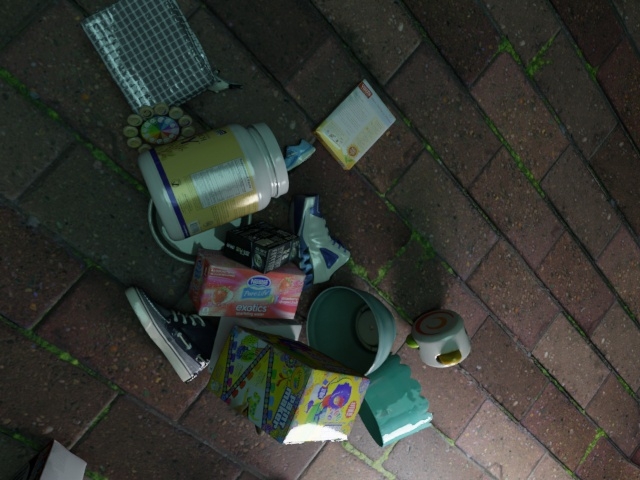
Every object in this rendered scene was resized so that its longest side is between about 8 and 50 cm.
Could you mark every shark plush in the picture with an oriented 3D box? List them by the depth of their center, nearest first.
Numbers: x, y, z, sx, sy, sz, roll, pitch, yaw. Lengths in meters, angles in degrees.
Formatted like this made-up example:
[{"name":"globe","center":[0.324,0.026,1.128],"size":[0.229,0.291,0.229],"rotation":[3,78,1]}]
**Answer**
[{"name":"shark plush","center":[-0.299,-0.468,1.252],"size":[0.161,0.073,0.067],"rotation":[3,66,-15]}]

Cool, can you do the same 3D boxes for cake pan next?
[{"name":"cake pan","center":[-0.351,-0.077,1.290],"size":[0.292,0.054,0.294],"rotation":[-3,100,-20]}]

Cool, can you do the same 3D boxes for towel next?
[{"name":"towel","center":[-0.433,-0.480,1.119],"size":[0.234,0.121,0.284],"rotation":[-27,108,8]}]

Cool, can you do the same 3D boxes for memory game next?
[{"name":"memory game","center":[-0.432,-0.291,1.180],"size":[0.186,0.186,0.012],"rotation":[-14,60,-18]}]

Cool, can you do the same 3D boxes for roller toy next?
[{"name":"roller toy","center":[0.437,0.356,1.580],"size":[0.191,0.209,0.147],"rotation":[-35,111,-34]}]

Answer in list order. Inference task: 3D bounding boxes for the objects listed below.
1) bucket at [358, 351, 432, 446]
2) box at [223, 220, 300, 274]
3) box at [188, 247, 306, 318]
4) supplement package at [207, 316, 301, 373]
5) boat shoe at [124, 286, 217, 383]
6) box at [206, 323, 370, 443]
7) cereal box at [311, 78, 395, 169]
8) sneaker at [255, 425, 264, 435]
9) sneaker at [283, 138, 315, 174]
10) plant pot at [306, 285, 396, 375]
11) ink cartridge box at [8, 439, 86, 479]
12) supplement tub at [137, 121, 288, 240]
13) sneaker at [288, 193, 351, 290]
[{"name":"bucket","center":[0.226,0.544,1.495],"size":[0.182,0.281,0.282],"rotation":[-22,105,-15]},{"name":"box","center":[-0.167,0.016,1.274],"size":[0.147,0.180,0.078],"rotation":[22,111,20]},{"name":"box","center":[-0.214,0.128,1.291],"size":[0.299,0.142,0.154],"rotation":[9,104,-32]},{"name":"supplement package","center":[-0.195,0.322,1.319],"size":[0.203,0.149,0.195],"rotation":[11,95,-52]},{"name":"boat shoe","center":[-0.418,0.245,1.289],"size":[0.158,0.127,0.341],"rotation":[-34,116,-20]},{"name":"box","center":[-0.076,0.370,1.134],"size":[0.290,0.279,0.177],"rotation":[32,79,-52]},{"name":"cereal box","center":[0.111,-0.375,1.423],"size":[0.240,0.047,0.173],"rotation":[-47,111,-9]},{"name":"sneaker","center":[-0.207,0.545,1.446],"size":[0.071,0.066,0.189],"rotation":[6,91,-5]},{"name":"sneaker","center":[-0.095,-0.256,1.367],"size":[0.162,0.063,0.073],"rotation":[-40,92,-15]},{"name":"plant pot","center":[0.125,0.293,1.429],"size":[0.196,0.292,0.294],"rotation":[4,98,-48]},{"name":"ink cartridge box","center":[-0.771,0.726,1.115],"size":[0.272,0.309,0.130],"rotation":[-43,110,-10]},{"name":"supplement tub","center":[-0.274,-0.163,1.148],"size":[0.330,0.241,0.241],"rotation":[-23,106,-17]},{"name":"sneaker","center":[0.000,0.001,1.409],"size":[0.182,0.127,0.316],"rotation":[-6,107,-24]}]
